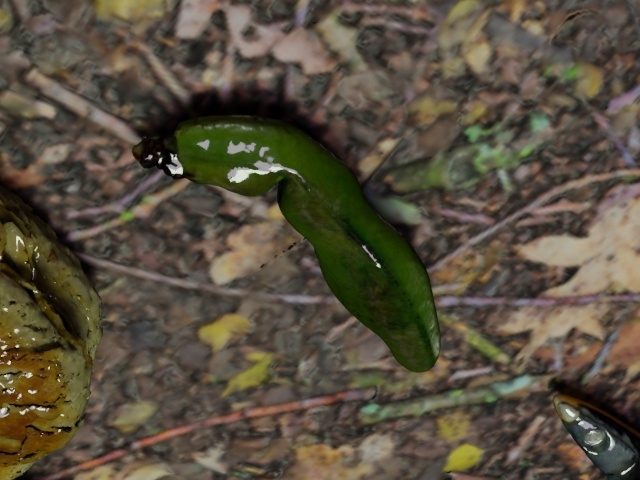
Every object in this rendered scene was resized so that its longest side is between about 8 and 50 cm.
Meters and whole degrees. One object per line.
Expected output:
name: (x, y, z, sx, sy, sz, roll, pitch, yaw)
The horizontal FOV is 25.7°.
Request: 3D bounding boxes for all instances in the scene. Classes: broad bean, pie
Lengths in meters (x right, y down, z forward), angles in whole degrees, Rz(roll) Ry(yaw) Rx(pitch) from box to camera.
broad bean: (0.004, -0.005, 0.650, 0.061, 0.046, 0.195, -33, 127, 29)
pie: (-0.184, 0.046, 0.624, 0.163, 0.079, 0.193, -32, 130, 18)

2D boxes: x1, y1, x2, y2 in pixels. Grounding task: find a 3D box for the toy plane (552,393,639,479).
toy plane: (0.242, 0.182, 0.839, 0.204, 0.103, 0.316, -39, 129, 19)
